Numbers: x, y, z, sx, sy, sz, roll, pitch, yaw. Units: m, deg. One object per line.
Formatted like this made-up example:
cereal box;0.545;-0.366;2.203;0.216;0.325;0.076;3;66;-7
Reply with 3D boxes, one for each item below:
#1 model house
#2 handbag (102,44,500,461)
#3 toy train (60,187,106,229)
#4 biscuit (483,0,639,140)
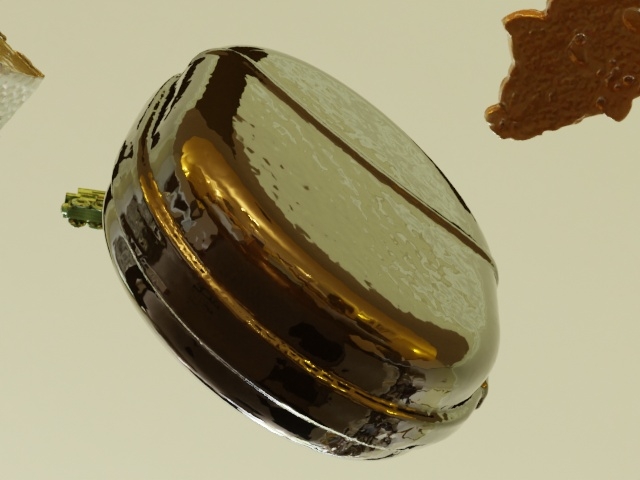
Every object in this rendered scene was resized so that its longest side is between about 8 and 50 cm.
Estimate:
model house;-0.266;-0.111;1.035;0.100;0.088;0.100;45;-80;12
handbag;0.001;-0.001;0.877;0.254;0.308;0.093;35;-66;-11
toy train;-0.242;-0.035;1.658;0.083;0.053;0.033;8;-60;-12
biscuit;0.261;-0.186;1.452;0.250;0.035;0.162;-37;-60;18
